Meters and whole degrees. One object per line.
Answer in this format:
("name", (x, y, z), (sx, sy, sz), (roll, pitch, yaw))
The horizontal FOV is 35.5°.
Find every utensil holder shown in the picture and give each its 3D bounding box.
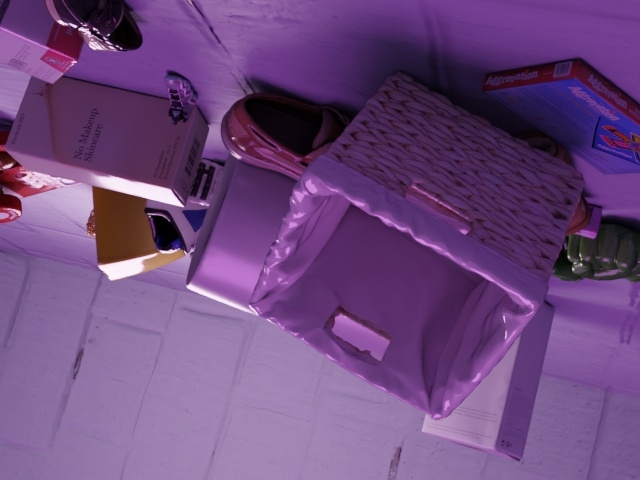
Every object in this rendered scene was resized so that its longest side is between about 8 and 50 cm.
("utensil holder", (0.000, 0.000, 1.721), (0.385, 0.328, 0.327), (21, 167, -10))

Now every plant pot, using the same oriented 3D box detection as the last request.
("plant pot", (-0.418, -0.036, 2.329), (0.187, 0.212, 0.212), (-6, 168, -5))

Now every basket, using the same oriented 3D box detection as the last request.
("basket", (0.128, 0.004, 1.348), (0.328, 0.266, 0.331), (30, 142, 3))

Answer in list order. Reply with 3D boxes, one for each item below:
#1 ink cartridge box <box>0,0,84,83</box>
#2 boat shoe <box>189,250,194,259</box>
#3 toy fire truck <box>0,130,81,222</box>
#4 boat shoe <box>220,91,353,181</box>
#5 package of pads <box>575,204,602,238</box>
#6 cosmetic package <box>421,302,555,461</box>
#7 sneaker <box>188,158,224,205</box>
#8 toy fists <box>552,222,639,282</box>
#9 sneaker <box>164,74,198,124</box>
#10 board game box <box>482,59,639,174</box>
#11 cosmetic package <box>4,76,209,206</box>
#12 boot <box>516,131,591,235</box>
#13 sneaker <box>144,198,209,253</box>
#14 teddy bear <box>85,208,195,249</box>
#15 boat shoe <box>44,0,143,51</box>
("ink cartridge box", (-0.447, -0.314, 1.394), (0.217, 0.092, 0.158), (20, 167, -26))
("boat shoe", (-0.155, 0.049, 2.143), (0.285, 0.089, 0.104), (-5, -174, 38))
("toy fire truck", (-0.689, -0.173, 2.228), (0.253, 0.169, 0.302), (-15, 158, 12))
("boat shoe", (0.008, -0.143, 1.537), (0.324, 0.123, 0.116), (14, 159, -10))
("package of pads", (0.418, -0.038, 1.646), (0.083, 0.050, 0.032), (14, 164, 8))
("cosmetic package", (0.411, 0.315, 2.433), (0.217, 0.385, 0.156), (9, 165, 39))
("sneaker", (-0.138, -0.080, 1.978), (0.292, 0.110, 0.118), (29, -172, 37))
("toy fists", (0.463, 0.025, 1.767), (0.142, 0.096, 0.279), (24, 167, -30))
("sneaker", (-0.228, -0.218, 1.597), (0.038, 0.069, 0.098), (10, 167, 20))
("board game box", (0.352, -0.151, 1.285), (0.281, 0.027, 0.145), (25, 166, -37))
("cosmetic package", (-0.368, -0.177, 1.746), (0.309, 0.160, 0.113), (13, 166, 9))
("boot", (0.283, -0.055, 1.528), (0.236, 0.089, 0.269), (-29, 153, 16))
("sneaker", (-0.274, -0.043, 2.160), (0.127, 0.182, 0.315), (6, 164, 42))
("teddy bear", (-0.427, -0.044, 2.575), (0.338, 0.113, 0.245), (7, 174, 4))
("boat shoe", (-0.291, -0.303, 1.303), (0.073, 0.080, 0.223), (8, 172, 9))
